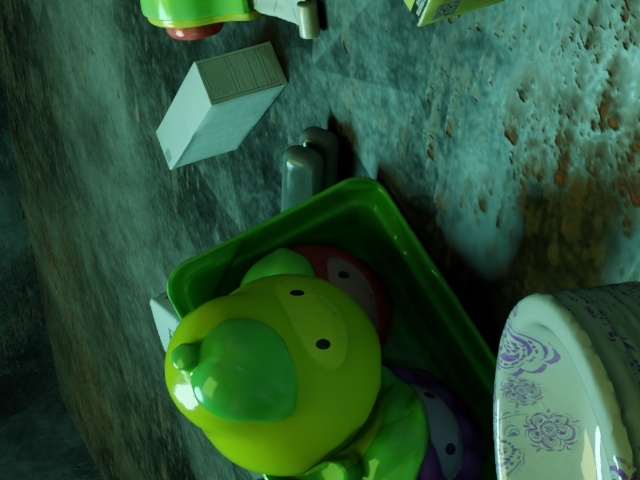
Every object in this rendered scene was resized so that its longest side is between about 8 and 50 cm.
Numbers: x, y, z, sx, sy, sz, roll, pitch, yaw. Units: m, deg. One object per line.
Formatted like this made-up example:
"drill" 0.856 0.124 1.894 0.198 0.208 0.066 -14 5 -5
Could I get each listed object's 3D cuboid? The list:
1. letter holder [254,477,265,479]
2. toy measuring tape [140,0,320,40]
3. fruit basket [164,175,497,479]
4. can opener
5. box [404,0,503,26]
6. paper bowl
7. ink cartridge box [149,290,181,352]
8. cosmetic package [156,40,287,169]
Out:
"letter holder" 0.010 0.348 1.352 0.302 0.215 0.152 126 129 -64
"toy measuring tape" -0.123 -0.266 1.294 0.330 0.121 0.121 38 141 53
"fruit basket" 0.012 0.118 1.076 0.392 0.283 0.392 60 170 17
"can opener" 0.000 0.000 1.319 0.093 0.074 0.280 17 134 20
"box" 0.062 -0.279 0.894 0.232 0.087 0.058 62 157 16
"paper bowl" 0.219 0.167 0.767 0.284 0.148 0.284 174 90 -82
"ink cartridge box" -0.110 0.118 1.533 0.212 0.154 0.093 32 139 55
"cosmetic package" -0.125 -0.159 1.412 0.060 0.099 0.239 70 158 8
